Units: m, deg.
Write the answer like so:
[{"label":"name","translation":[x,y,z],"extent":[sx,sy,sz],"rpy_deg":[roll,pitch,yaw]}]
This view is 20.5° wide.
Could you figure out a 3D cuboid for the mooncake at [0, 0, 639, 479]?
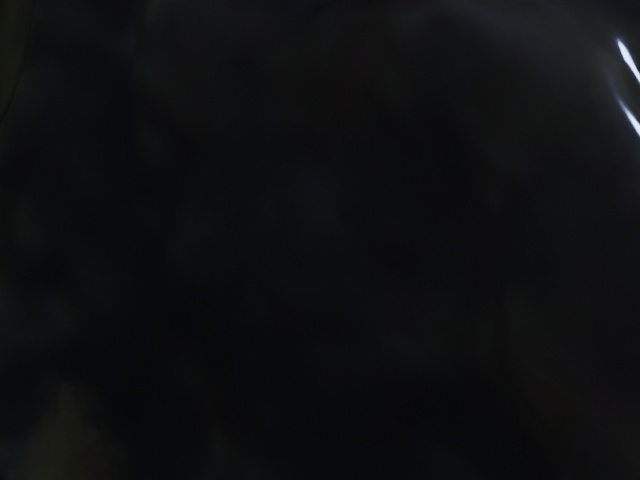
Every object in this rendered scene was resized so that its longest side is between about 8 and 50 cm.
[{"label":"mooncake","translation":[0.013,0.106,0.334],"extent":[0.393,0.246,0.394],"rpy_deg":[-99,-162,-87]}]
